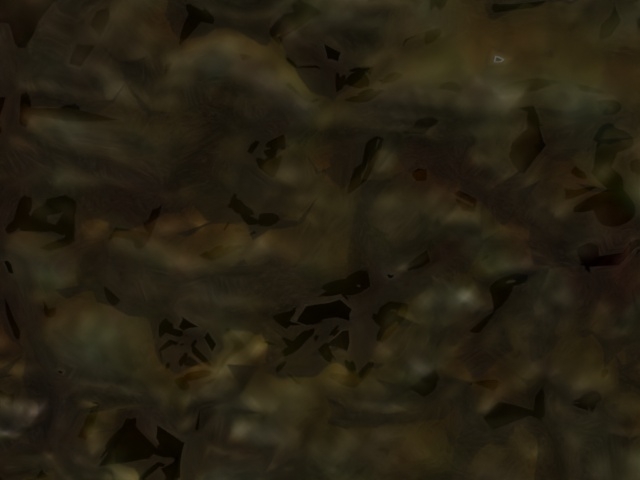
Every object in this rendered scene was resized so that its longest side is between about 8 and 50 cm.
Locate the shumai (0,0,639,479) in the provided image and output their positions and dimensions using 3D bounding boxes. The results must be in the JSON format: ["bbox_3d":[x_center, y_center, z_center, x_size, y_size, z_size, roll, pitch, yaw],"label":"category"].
[{"bbox_3d":[0.000,0.000,0.565,0.395,0.348,0.395,1,-65,2],"label":"shumai"}]
